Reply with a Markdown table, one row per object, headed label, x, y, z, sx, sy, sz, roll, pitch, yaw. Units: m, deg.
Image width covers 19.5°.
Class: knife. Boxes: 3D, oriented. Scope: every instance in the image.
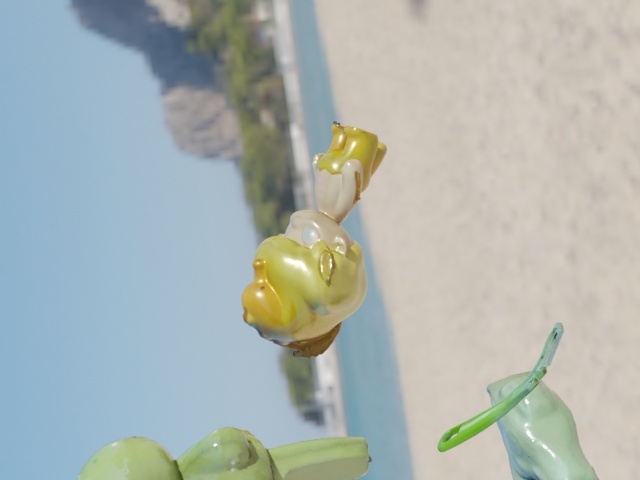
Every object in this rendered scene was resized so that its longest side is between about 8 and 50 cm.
| label | x | y | z | sx | sy | sz | roll | pitch | yaw |
| --- | --- | --- | --- | --- | --- | --- | --- | --- | --- |
| knife | 0.152 | 0.137 | 1.573 | 0.166 | 0.022 | 0.078 | -48 | 1 | 40 |

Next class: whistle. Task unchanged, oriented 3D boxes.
| label | x | y | z | sx | sy | sz | roll | pitch | yaw |
| --- | --- | --- | --- | --- | --- | --- | --- | --- | --- |
| whistle | -0.108 | 0.223 | 1.730 | 0.141 | 0.294 | 0.141 | 49 | 151 | 41 |

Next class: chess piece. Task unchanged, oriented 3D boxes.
| label | x | y | z | sx | sy | sz | roll | pitch | yaw |
| --- | --- | --- | --- | --- | --- | --- | --- | --- | --- |
| chess piece | 0.249 | 0.286 | 1.936 | 0.176 | 0.176 | 0.298 | -98 | -5 | -67 |

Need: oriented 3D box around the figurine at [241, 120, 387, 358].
| label | x | y | z | sx | sy | sz | roll | pitch | yaw |
| --- | --- | --- | --- | --- | --- | --- | --- | --- | --- |
| figurine | 0.000 | 0.000 | 1.939 | 0.156 | 0.131 | 0.246 | 22 | 90 | 65 |
